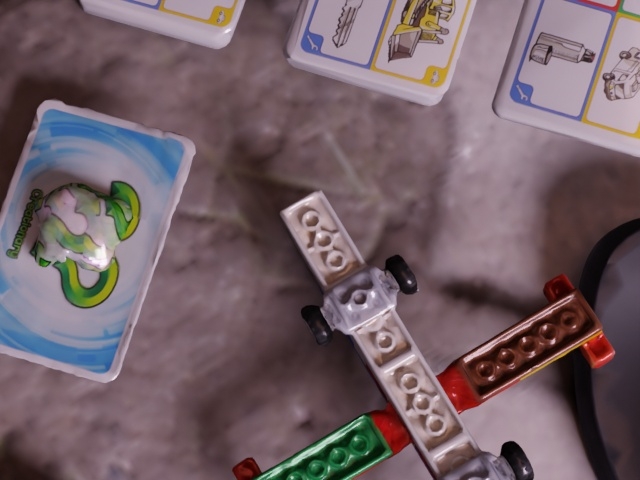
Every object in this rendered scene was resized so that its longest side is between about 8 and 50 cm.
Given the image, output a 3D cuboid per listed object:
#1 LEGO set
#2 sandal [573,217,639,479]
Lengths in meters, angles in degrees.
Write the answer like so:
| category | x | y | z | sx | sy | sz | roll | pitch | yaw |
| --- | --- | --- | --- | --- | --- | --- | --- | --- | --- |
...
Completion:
| category | x | y | z | sx | sy | sz | roll | pitch | yaw |
| --- | --- | --- | --- | --- | --- | --- | --- | --- | --- |
| LEGO set | 0.000 | 0.000 | 0.551 | 0.182 | 0.060 | 0.244 | 16 | 75 | 9 |
| sandal | 0.153 | 0.107 | 0.551 | 0.097 | 0.054 | 0.254 | -19 | 84 | -14 |
